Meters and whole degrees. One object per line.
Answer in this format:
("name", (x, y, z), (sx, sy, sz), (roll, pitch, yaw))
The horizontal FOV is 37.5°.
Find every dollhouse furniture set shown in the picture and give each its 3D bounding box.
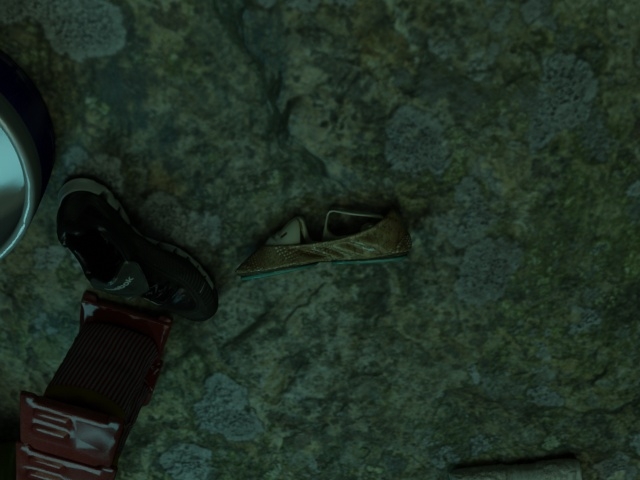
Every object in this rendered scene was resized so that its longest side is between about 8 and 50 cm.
("dollhouse furniture set", (-0.388, 0.155, 1.109), (0.374, 0.201, 0.152), (15, 123, -3))

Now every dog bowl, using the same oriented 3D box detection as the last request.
("dog bowl", (-0.421, -0.092, 0.992), (0.265, 0.104, 0.265), (0, 124, 0))

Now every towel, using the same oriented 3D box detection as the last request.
("towel", (0.284, 0.430, 1.375), (0.187, 0.049, 0.282), (-7, 123, 3))

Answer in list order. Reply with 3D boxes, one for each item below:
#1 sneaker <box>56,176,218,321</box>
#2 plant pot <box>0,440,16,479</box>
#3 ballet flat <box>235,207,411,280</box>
("sneaker", (-0.213, 0.034, 1.075), (0.078, 0.106, 0.234), (-36, 117, 22))
("plant pot", (-0.535, 0.411, 1.211), (0.353, 0.366, 0.366), (-13, 123, -6))
("ballet flat", (0.000, 0.000, 1.088), (0.206, 0.073, 0.067), (-9, 96, 3))
